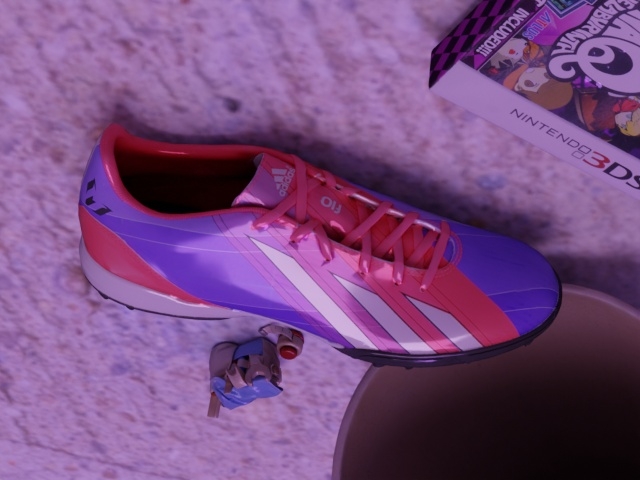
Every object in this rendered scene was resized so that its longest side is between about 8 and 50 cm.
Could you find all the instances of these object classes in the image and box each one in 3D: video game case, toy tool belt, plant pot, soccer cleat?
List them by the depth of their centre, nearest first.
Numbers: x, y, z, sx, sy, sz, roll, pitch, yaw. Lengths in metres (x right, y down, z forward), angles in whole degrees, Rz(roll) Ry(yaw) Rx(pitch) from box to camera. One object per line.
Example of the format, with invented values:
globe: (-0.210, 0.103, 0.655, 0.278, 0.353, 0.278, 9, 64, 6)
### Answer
video game case: (0.210, -0.115, 1.014, 0.210, 0.042, 0.232, 26, 138, -21)
soccer cleat: (0.000, 0.000, 1.153, 0.318, 0.109, 0.116, 10, 137, 4)
plant pot: (0.170, 0.198, 1.268, 0.256, 0.257, 0.274, -5, 155, 17)
toy tool belt: (-0.048, 0.101, 1.322, 0.083, 0.051, 0.052, -23, 131, 33)
